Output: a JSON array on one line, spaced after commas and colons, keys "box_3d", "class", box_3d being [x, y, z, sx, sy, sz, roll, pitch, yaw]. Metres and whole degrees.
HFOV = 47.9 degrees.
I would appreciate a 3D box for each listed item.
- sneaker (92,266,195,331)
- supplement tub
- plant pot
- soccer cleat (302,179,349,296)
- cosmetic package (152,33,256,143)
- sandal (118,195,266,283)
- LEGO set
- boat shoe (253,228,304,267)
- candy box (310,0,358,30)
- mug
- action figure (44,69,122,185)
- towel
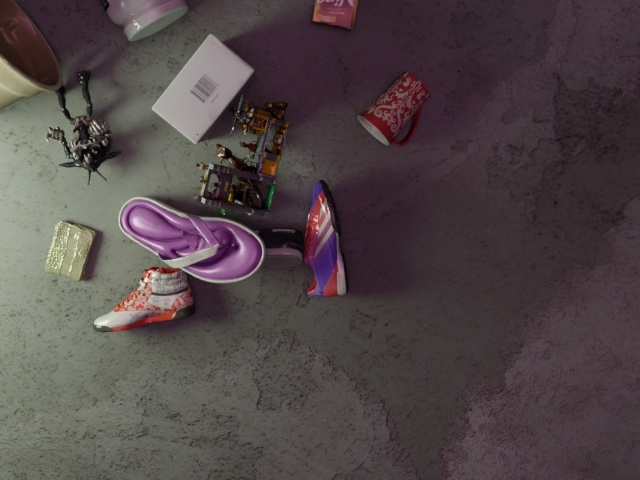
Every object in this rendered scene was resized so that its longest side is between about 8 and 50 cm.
[{"box_3d": [-0.476, 0.150, 1.909, 0.270, 0.090, 0.144, -11, 100, -7], "class": "sneaker"}, {"box_3d": [-0.457, -0.638, 1.719, 0.191, 0.191, 0.272, -29, 101, 1], "class": "supplement tub"}, {"box_3d": [-0.828, -0.402, 1.652, 0.306, 0.334, 0.333, -33, 101, 10], "class": "plant pot"}, {"box_3d": [0.000, 0.000, 1.918, 0.117, 0.108, 0.318, -9, 103, 1], "class": "soccer cleat"}, {"box_3d": [-0.278, -0.366, 1.765, 0.138, 0.224, 0.224, 39, 94, -8], "class": "cosmetic package"}, {"box_3d": [-0.342, 0.003, 1.819, 0.417, 0.102, 0.169, 16, 93, 16], "class": "sandal"}, {"box_3d": [-0.219, -0.208, 1.785, 0.192, 0.255, 0.331, 12, 107, -23], "class": "LEGO set"}, {"box_3d": [-0.193, 0.017, 1.910, 0.303, 0.114, 0.091, 2, 61, 4], "class": "boat shoe"}, {"box_3d": [0.046, -0.639, 1.834, 0.109, 0.053, 0.186, 9, 100, -7], "class": "candy box"}, {"box_3d": [0.199, -0.341, 1.888, 0.169, 0.150, 0.113, -48, 64, 0], "class": "mug"}, {"box_3d": [-0.602, -0.276, 1.798, 0.164, 0.141, 0.275, -14, 98, -4], "class": "action figure"}, {"box_3d": [-0.662, 0.028, 1.901, 0.110, 0.027, 0.148, 17, 98, -7], "class": "towel"}]
